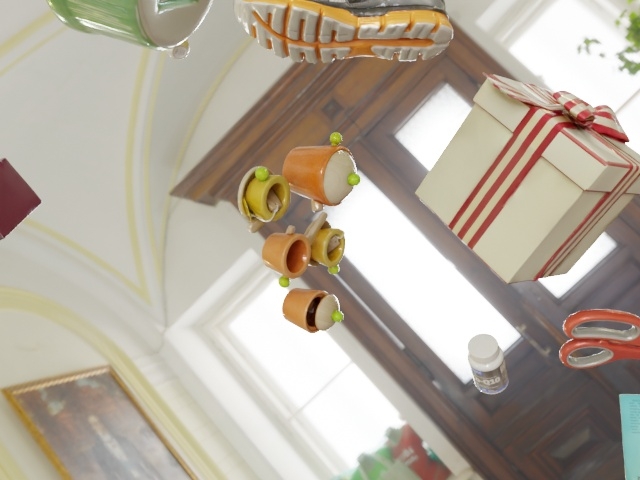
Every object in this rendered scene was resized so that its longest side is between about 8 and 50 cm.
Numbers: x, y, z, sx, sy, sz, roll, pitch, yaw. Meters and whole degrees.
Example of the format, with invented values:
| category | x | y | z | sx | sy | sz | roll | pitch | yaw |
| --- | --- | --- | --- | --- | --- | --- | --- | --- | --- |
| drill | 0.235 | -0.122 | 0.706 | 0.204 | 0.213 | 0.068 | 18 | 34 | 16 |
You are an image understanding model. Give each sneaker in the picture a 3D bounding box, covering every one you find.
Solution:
| category | x | y | z | sx | sy | sz | roll | pitch | yaw |
| --- | --- | --- | --- | --- | --- | --- | --- | --- | --- |
| sneaker | 0.022 | -0.231 | 0.645 | 0.215 | 0.083 | 0.084 | 3 | -16 | -6 |

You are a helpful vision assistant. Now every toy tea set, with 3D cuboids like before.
| category | x | y | z | sx | sy | sz | roll | pitch | yaw |
| --- | --- | --- | --- | --- | --- | --- | --- | --- | --- |
| toy tea set | 0.000 | 0.000 | 1.043 | 0.200 | 0.124 | 0.336 | -47 | -43 | -37 |

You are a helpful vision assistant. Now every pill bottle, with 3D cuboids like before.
| category | x | y | z | sx | sy | sz | roll | pitch | yaw |
| --- | --- | --- | --- | --- | --- | --- | --- | --- | --- |
| pill bottle | 0.365 | 0.269 | 1.421 | 0.078 | 0.078 | 0.137 | -40 | -47 | -16 |

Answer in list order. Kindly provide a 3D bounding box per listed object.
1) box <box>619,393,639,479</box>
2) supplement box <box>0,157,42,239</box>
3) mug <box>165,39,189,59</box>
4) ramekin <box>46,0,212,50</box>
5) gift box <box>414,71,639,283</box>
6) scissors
| category | x | y | z | sx | sy | sz | roll | pitch | yaw |
| --- | --- | --- | --- | --- | --- | --- | --- | --- | --- |
| box | 0.435 | 0.332 | 0.851 | 0.060 | 0.244 | 0.100 | -5 | -23 | 27 |
| supplement box | -0.492 | -0.023 | 0.886 | 0.188 | 0.080 | 0.104 | -24 | 25 | 22 |
| mug | -0.313 | -0.425 | 1.390 | 0.062 | 0.064 | 0.078 | -30 | -36 | 0 |
| ramekin | -0.261 | -0.436 | 0.967 | 0.303 | 0.148 | 0.303 | 23 | -90 | -81 |
| gift box | 0.322 | -0.116 | 1.007 | 0.255 | 0.276 | 0.258 | -7 | -42 | -50 |
| scissors | 0.458 | 0.139 | 0.850 | 0.021 | 0.297 | 0.109 | -86 | 1 | -51 |
